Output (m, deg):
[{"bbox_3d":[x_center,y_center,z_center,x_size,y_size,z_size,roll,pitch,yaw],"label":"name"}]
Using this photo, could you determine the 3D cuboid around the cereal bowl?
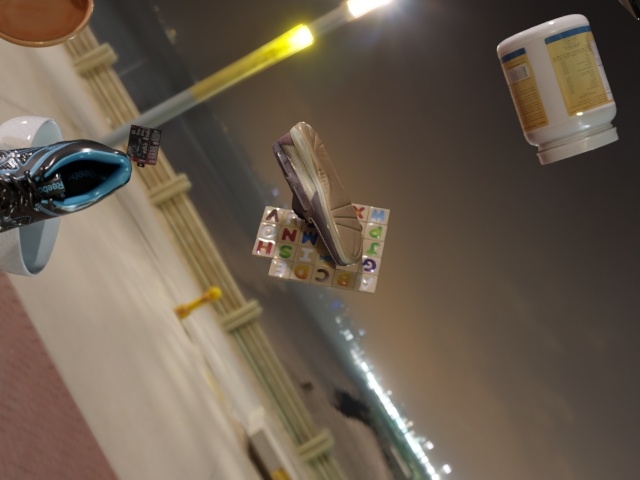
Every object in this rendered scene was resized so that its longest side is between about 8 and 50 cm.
[{"bbox_3d":[-0.641,-0.096,1.874,0.339,0.141,0.339,-174,-90,-88],"label":"cereal bowl"}]

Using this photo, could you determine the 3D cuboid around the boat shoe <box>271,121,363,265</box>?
[{"bbox_3d":[-0.008,-0.076,1.661,0.102,0.092,0.285,-1,66,-61],"label":"boat shoe"}]

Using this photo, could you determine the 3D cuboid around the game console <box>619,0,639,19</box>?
[{"bbox_3d":[0.521,-0.453,1.521,0.107,0.071,0.122,39,22,-45],"label":"game console"}]

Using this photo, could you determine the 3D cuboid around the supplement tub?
[{"bbox_3d":[0.367,-0.230,1.386,0.144,0.144,0.200,-157,-131,-86],"label":"supplement tub"}]

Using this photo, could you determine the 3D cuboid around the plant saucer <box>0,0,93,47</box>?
[{"bbox_3d":[-0.520,-0.427,1.663,0.200,0.199,0.037,59,-22,23],"label":"plant saucer"}]

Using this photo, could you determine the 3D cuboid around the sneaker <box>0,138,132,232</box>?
[{"bbox_3d":[-0.428,-0.077,1.255,0.139,0.340,0.125,7,-65,56],"label":"sneaker"}]

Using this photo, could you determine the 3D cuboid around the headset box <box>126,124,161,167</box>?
[{"bbox_3d":[-0.365,-0.193,1.858,0.062,0.083,0.032,13,7,33],"label":"headset box"}]

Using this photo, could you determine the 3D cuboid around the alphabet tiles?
[{"bbox_3d":[0.000,0.000,1.688,0.009,0.237,0.198,93,9,-53],"label":"alphabet tiles"}]
